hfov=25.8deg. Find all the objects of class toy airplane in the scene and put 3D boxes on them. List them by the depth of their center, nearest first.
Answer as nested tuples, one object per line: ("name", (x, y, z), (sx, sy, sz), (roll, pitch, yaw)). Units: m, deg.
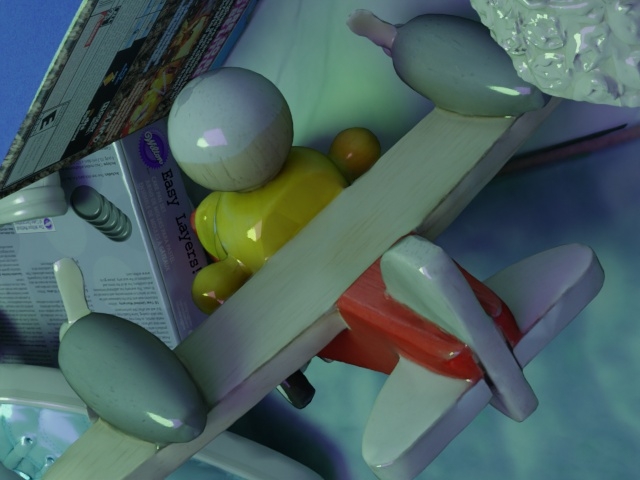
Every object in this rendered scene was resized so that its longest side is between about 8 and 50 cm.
("toy airplane", (0.000, 0.000, 0.951), (0.384, 0.386, 0.272), (-29, 108, 32))

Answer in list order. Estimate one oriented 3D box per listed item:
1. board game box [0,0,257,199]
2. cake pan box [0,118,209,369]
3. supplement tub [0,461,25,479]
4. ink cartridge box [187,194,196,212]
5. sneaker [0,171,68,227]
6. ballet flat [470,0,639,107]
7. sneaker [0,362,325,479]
("board game box", (-0.158, -0.192, 1.005), (0.141, 0.291, 0.232), (40, 122, 8))
("cake pan box", (-0.215, 0.021, 1.232), (0.267, 0.070, 0.246), (-5, 106, 40))
("supplement tub", (-0.332, 0.323, 1.340), (0.325, 0.235, 0.235), (-39, 90, 33))
("ink cartridge box", (-0.140, -0.003, 1.227), (0.083, 0.028, 0.048), (-22, 98, 41))
("sneaker", (-0.295, -0.055, 1.175), (0.212, 0.080, 0.094), (-7, 92, 36))
("ballet flat", (0.111, -0.267, 0.820), (0.147, 0.147, 0.409), (-15, 94, 31))
("sneaker", (-0.173, 0.216, 1.187), (0.366, 0.150, 0.135), (20, 151, -7))
